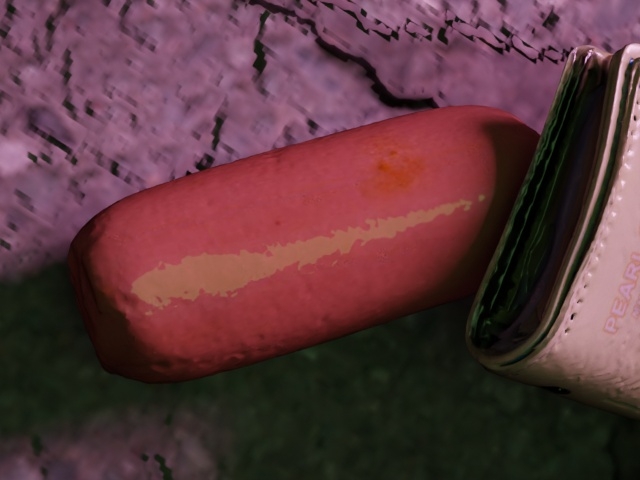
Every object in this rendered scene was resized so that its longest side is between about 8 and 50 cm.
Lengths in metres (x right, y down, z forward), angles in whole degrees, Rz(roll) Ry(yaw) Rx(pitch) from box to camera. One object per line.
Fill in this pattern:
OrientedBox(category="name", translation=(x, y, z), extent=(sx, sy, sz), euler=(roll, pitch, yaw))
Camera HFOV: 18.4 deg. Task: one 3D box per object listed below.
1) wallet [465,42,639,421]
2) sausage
OrientedBox(category="wallet", translation=(0.122, 0.007, 0.625), extent=(0.155, 0.039, 0.110), euler=(19, 90, -44))
OrientedBox(category="sausage", translation=(0.000, 0.000, 0.608), extent=(0.154, 0.062, 0.062), euler=(-16, 100, -14))
